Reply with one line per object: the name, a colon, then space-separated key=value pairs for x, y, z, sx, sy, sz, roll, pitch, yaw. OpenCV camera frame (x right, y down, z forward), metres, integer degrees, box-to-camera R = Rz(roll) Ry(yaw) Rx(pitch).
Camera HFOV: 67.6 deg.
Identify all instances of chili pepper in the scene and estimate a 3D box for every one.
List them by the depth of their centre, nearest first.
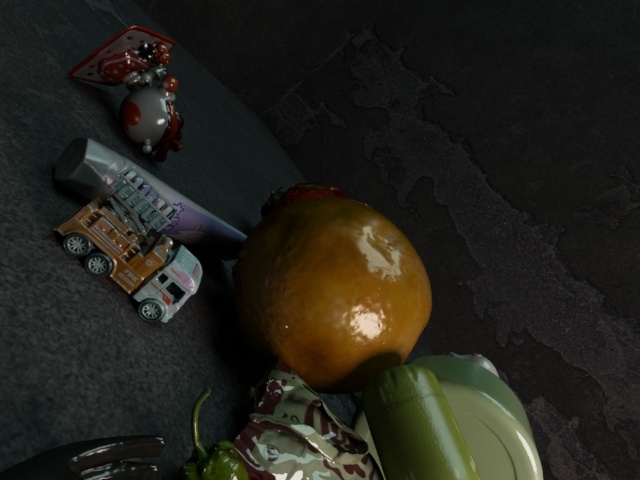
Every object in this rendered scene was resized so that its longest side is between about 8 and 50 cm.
chili pepper: x=-0.091 y=0.247 z=0.452 sx=0.072 sy=0.073 sz=0.204 roll=98 pitch=-33 yaw=-79

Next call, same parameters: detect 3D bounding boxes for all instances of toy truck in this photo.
toy truck: x=-0.222 y=0.009 z=0.607 sx=0.177 sy=0.115 sz=0.080 roll=49 pitch=9 yaw=-20

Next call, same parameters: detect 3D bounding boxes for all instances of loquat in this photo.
loquat: x=0.014 y=0.087 z=0.784 sx=0.328 sy=0.328 sz=0.328 roll=49 pitch=10 yaw=-11

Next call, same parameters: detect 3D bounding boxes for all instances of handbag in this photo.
handbag: x=-0.002 y=0.275 z=0.587 sx=0.235 sy=0.127 sz=0.213 roll=49 pitch=12 yaw=-4

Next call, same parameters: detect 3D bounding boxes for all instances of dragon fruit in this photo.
dragon fruit: x=0.000 y=0.000 z=1.212 sx=0.342 sy=0.277 sz=0.277 roll=49 pitch=9 yaw=-15

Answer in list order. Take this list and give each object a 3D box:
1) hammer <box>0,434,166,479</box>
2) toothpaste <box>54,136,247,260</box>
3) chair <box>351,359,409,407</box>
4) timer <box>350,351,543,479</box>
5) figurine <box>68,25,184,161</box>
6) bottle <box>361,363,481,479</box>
hammer: x=-0.009 y=0.226 z=0.262 sx=0.440 sy=0.044 sz=0.168 roll=17 pitch=8 yaw=16
toothpaste: x=-0.237 y=-0.042 z=0.783 sx=0.371 sy=0.125 sz=0.080 roll=35 pitch=53 yaw=-51
chair: x=0.137 y=0.323 z=1.016 sx=0.270 sy=0.136 sz=0.147 roll=42 pitch=12 yaw=-51
timer: x=0.237 y=0.306 z=0.852 sx=0.291 sy=0.291 sz=0.315 roll=52 pitch=28 yaw=5
figurine: x=-0.351 y=-0.274 z=0.975 sx=0.226 sy=0.183 sz=0.160 roll=63 pitch=18 yaw=-1
bottle: x=0.137 y=0.291 z=0.590 sx=0.112 sy=0.112 sz=0.260 roll=40 pitch=24 yaw=-47
